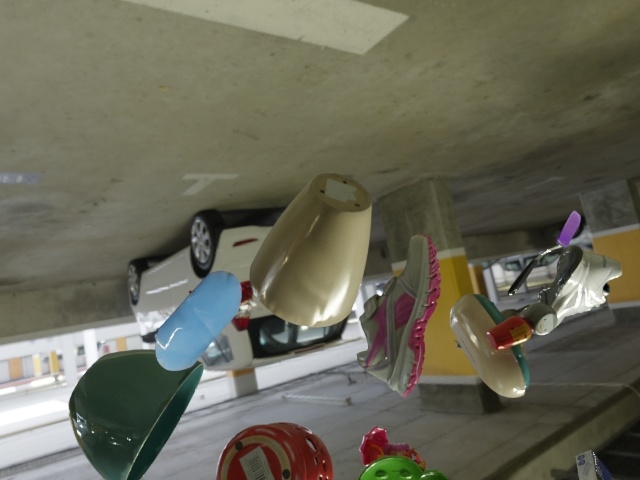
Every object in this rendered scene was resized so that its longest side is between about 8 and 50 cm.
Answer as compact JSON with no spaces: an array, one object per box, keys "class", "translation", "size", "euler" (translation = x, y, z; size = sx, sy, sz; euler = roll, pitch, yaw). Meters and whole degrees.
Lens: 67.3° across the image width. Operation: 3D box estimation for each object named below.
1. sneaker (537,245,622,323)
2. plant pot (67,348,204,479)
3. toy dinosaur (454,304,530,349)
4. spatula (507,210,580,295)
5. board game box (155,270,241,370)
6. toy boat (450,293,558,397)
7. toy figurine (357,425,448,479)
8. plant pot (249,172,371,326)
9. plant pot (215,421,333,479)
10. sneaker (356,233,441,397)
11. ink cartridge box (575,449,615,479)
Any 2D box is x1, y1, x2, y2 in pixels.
[{"class":"sneaker","translation":[0.615,0.138,1.165],"size":[0.129,0.111,0.297],"euler":[11,143,8]},{"class":"plant pot","translation":[-0.410,0.348,1.028],"size":[0.195,0.290,0.290],"euler":[28,173,3]},{"class":"toy dinosaur","translation":[0.620,0.310,1.630],"size":[0.313,0.160,0.121],"euler":[-36,-153,-7]},{"class":"spatula","translation":[0.633,0.046,1.364],"size":[0.084,0.030,0.296],"euler":[19,116,-43]},{"class":"board game box","translation":[-0.191,0.114,0.729],"size":[0.033,0.168,0.133],"euler":[27,154,26]},{"class":"toy boat","translation":[0.431,0.226,1.122],"size":[0.148,0.267,0.318],"euler":[-24,161,-6]},{"class":"toy figurine","translation":[0.144,0.432,0.944],"size":[0.173,0.130,0.159],"euler":[1,-168,-5]},{"class":"plant pot","translation":[0.000,0.000,1.034],"size":[0.256,0.256,0.274],"euler":[-7,137,-31]},{"class":"plant pot","translation":[-0.090,0.435,0.889],"size":[0.191,0.191,0.174],"euler":[-13,153,15]},{"class":"sneaker","translation":[0.118,0.108,0.755],"size":[0.111,0.252,0.103],"euler":[13,176,23]},{"class":"ink cartridge box","translation":[0.632,0.576,1.080],"size":[0.046,0.097,0.207],"euler":[-40,173,24]}]
